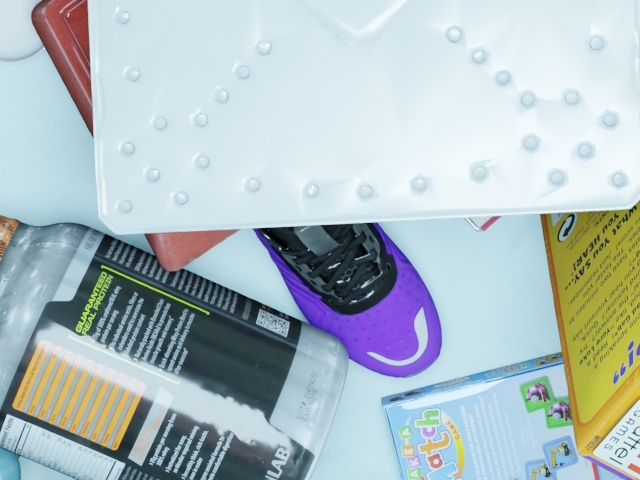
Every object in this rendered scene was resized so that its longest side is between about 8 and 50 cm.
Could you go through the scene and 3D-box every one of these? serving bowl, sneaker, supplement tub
[{"bbox_3d":[-0.259,-0.189,1.308,0.083,0.027,0.083,0,98,-3],"label":"serving bowl"},{"bbox_3d":[-0.001,0.000,1.284,0.102,0.146,0.293,-36,96,2],"label":"sneaker"},{"bbox_3d":[-0.153,0.108,1.273,0.316,0.193,0.193,25,97,-5],"label":"supplement tub"}]

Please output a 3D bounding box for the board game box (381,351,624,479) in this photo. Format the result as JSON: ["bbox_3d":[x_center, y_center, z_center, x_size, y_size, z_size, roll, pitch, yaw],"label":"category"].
[{"bbox_3d":[0.174,0.189,1.373,0.212,0.039,0.160,-14,99,-1],"label":"board game box"}]

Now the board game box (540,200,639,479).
[{"bbox_3d":[0.412,0.005,1.125,0.356,0.356,0.356,29,118,-13],"label":"board game box"}]

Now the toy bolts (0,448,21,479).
[{"bbox_3d":[-0.366,0.192,1.294,0.229,0.158,0.218,20,97,-5],"label":"toy bolts"}]

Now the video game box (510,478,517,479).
[{"bbox_3d":[0.172,0.337,1.368,0.187,0.048,0.205,-45,107,8],"label":"video game box"}]

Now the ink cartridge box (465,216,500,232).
[{"bbox_3d":[0.144,-0.080,1.265,0.127,0.175,0.072,-42,95,4],"label":"ink cartridge box"}]

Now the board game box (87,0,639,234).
[{"bbox_3d":[0.027,-0.206,1.121,0.390,0.050,0.389,-3,88,9],"label":"board game box"}]

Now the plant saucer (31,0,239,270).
[{"bbox_3d":[-0.084,-0.149,1.213,0.259,0.048,0.258,-33,76,15],"label":"plant saucer"}]
